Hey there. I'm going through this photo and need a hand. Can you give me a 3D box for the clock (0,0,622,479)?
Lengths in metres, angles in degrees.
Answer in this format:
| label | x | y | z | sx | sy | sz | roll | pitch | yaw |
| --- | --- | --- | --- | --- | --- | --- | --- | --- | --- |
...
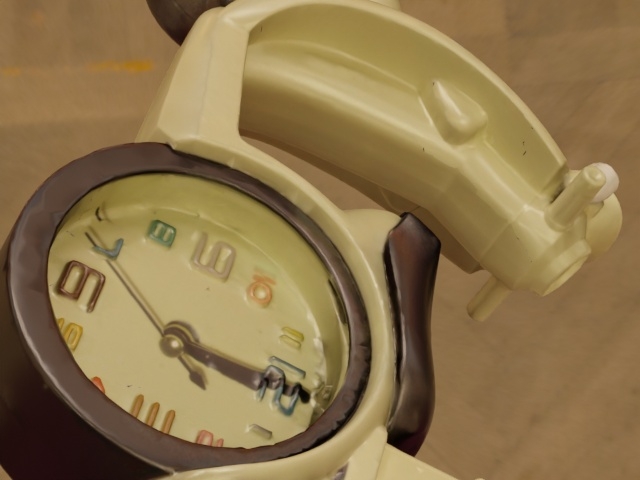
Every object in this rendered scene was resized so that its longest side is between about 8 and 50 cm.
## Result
| label | x | y | z | sx | sy | sz | roll | pitch | yaw |
| --- | --- | --- | --- | --- | --- | --- | --- | --- | --- |
| clock | 0.000 | 0.000 | 0.831 | 0.276 | 0.120 | 0.379 | 29 | 48 | -7 |
